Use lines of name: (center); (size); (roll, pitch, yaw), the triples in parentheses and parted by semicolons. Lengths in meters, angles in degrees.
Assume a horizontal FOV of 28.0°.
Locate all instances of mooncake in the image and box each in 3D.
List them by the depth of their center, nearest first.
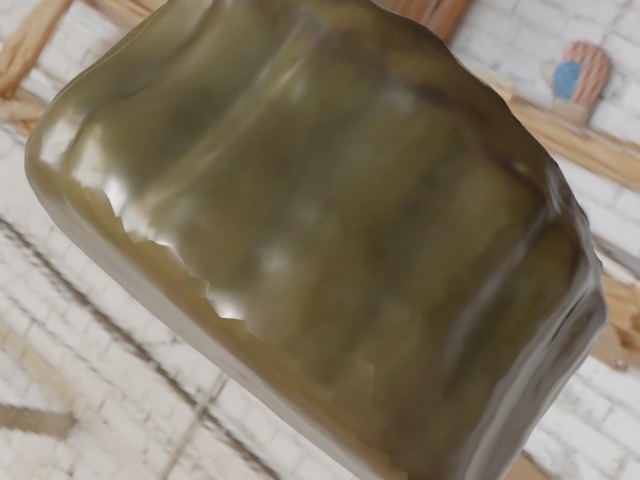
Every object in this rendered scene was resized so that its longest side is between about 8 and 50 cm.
mooncake: (0.000, 0.000, 0.642); (0.290, 0.161, 0.290); (40, 170, 9)
